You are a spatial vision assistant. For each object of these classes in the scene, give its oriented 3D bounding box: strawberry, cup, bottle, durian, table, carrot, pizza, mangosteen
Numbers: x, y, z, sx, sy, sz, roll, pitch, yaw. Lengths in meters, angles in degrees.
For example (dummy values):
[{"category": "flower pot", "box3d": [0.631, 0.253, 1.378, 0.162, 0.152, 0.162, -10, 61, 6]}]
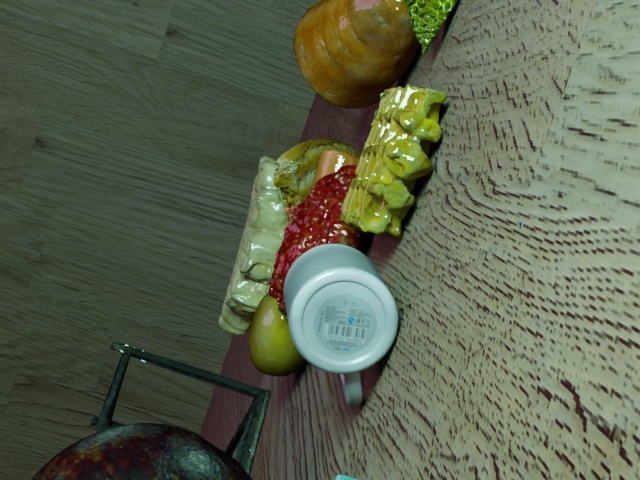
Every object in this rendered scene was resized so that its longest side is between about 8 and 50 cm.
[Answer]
[{"category": "strawberry", "box3d": [0.004, -0.009, 1.369, 0.174, 0.098, 0.228, 136, 151, -76]}, {"category": "cup", "box3d": [0.028, 0.076, 1.042, 0.099, 0.136, 0.133, -37, 9, 2]}, {"category": "bottle", "box3d": [0.009, -0.028, 1.534, 0.069, 0.069, 0.187, 165, 122, -83]}, {"category": "durian", "box3d": [0.132, -0.320, 1.299, 0.100, 0.086, 0.215, 93, -172, -56]}, {"category": "table", "box3d": [-0.272, 0.371, 1.886, 0.335, 0.272, 0.222, 117, 169, -54]}, {"category": "carrot", "box3d": [0.072, -0.279, 1.431, 0.225, 0.159, 0.159, -33, 38, 64]}, {"category": "pizza", "box3d": [-0.013, -0.050, 1.609, 0.188, 0.062, 0.198, -8, -75, -54]}, {"category": "mangosteen", "box3d": [-0.184, 0.356, 1.160, 0.330, 0.330, 0.330, -162, 90, -84]}]

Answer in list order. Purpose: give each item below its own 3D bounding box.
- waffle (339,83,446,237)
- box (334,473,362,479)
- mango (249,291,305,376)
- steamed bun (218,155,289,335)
[{"category": "waffle", "box3d": [0.076, -0.080, 1.160, 0.211, 0.055, 0.160, -138, 68, -82]}, {"category": "box", "box3d": [-0.008, 0.309, 0.803, 0.229, 0.042, 0.162, -78, 8, -50]}, {"category": "mango", "box3d": [-0.050, 0.130, 1.532, 0.194, 0.092, 0.130, 101, 180, -57]}, {"category": "steamed bun", "box3d": [-0.073, 0.019, 1.836, 0.292, 0.137, 0.295, 170, 112, -82]}]
